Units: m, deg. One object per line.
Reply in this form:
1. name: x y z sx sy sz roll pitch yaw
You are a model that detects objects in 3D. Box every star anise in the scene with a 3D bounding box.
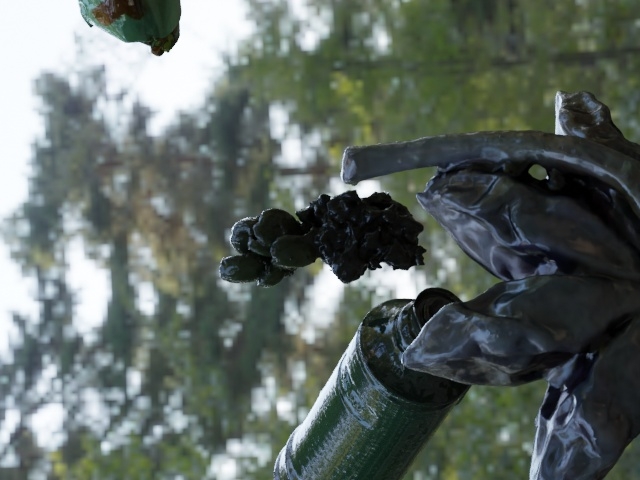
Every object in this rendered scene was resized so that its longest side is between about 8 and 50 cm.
1. star anise: 0.130 0.018 0.727 0.230 0.262 0.081 -56 0 -16

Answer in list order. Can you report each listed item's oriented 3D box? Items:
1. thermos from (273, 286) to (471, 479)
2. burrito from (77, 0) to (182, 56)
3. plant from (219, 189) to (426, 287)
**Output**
1. thermos: 0.040 0.095 0.946 0.188 0.083 0.073 118 171 -49
2. burrito: -0.150 -0.239 1.018 0.054 0.104 0.288 -85 -9 -52
3. plant: 0.000 0.000 1.376 0.087 0.174 0.085 69 -163 -55
